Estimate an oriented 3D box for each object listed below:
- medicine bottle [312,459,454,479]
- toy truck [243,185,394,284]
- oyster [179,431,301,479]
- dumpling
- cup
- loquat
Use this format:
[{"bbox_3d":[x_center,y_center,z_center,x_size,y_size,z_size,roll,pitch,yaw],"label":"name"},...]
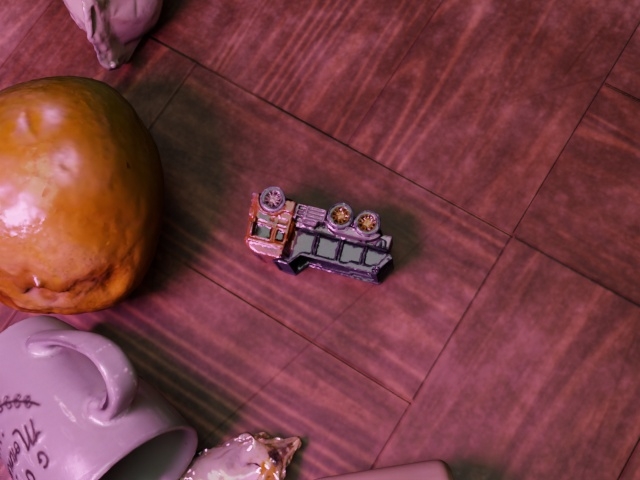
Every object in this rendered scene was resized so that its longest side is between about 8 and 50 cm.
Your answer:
[{"bbox_3d":[0.030,0.319,1.006,0.252,0.114,0.114,-9,72,2],"label":"medicine bottle"},{"bbox_3d":[0.000,0.000,1.127,0.192,0.083,0.092,14,79,9],"label":"toy truck"},{"bbox_3d":[-0.106,0.278,1.068,0.121,0.045,0.146,24,83,9],"label":"oyster"},{"bbox_3d":[-0.287,-0.366,1.215,0.146,0.193,0.258,1,70,1],"label":"dumpling"},{"bbox_3d":[-0.275,0.181,1.015,0.234,0.258,0.186,42,44,22],"label":"cup"},{"bbox_3d":[-0.311,-0.054,1.089,0.275,0.276,0.284,10,53,9],"label":"loquat"}]
